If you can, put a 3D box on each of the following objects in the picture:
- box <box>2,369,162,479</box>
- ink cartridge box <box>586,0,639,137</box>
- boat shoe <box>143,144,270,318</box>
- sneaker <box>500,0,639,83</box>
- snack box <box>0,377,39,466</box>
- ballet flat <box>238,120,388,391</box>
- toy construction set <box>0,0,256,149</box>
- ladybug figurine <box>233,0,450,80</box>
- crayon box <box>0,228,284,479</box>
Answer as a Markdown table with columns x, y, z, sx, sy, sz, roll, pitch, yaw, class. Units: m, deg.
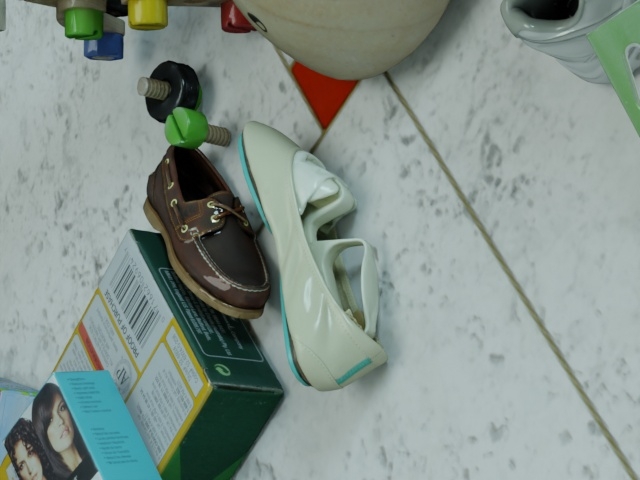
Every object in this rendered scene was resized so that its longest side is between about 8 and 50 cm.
| x | y | z | sx | sy | sz | roll | pitch | yaw | class |
| --- | --- | --- | --- | --- | --- | --- | --- | --- | --- |
| -0.174 | 0.231 | 1.417 | 0.100 | 0.060 | 0.244 | -51 | 55 | 31 | box |
| 0.269 | -0.127 | 1.013 | 0.209 | 0.062 | 0.109 | -32 | 84 | 46 | ink cartridge box |
| -0.097 | -0.013 | 1.489 | 0.207 | 0.073 | 0.073 | 50 | 123 | 45 | boat shoe |
| 0.205 | -0.188 | 1.094 | 0.232 | 0.115 | 0.090 | -47 | 48 | 36 | sneaker |
| -0.362 | 0.227 | 1.788 | 0.207 | 0.070 | 0.175 | 10 | 90 | 54 | snack box |
| 0.000 | 0.000 | 1.369 | 0.086 | 0.086 | 0.248 | -40 | 54 | 41 | ballet flat |
| -0.190 | -0.274 | 1.516 | 0.257 | 0.237 | 0.309 | 31 | 106 | 44 | toy construction set |
| -0.002 | -0.351 | 1.362 | 0.305 | 0.161 | 0.449 | -23 | 64 | 49 | ladybug figurine |
| -0.172 | 0.178 | 1.539 | 0.323 | 0.083 | 0.203 | -58 | 43 | 26 | crayon box |
